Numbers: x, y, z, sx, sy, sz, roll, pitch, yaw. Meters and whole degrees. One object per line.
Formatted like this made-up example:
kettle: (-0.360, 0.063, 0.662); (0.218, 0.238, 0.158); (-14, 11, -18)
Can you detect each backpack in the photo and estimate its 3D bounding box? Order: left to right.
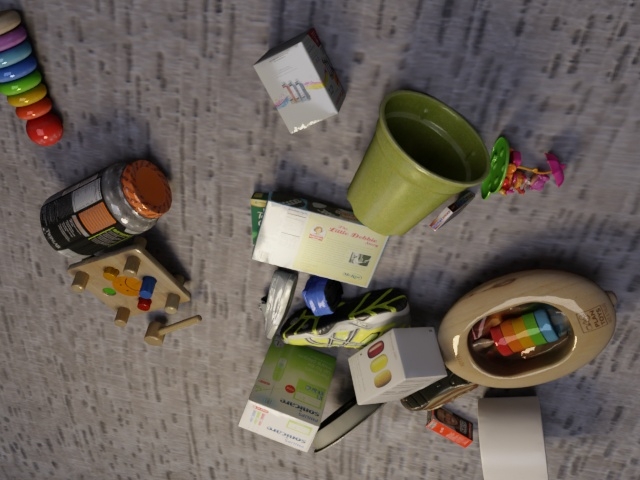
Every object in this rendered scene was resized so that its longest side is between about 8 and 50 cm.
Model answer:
backpack: (0.004, 0.150, 1.696); (0.101, 0.120, 0.097); (-17, 116, 22)

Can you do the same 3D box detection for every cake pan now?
cake pan: (0.086, 0.512, 1.820); (0.293, 0.293, 0.054); (-42, 80, 30)

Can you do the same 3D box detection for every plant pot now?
plant pot: (0.195, -0.151, 1.409); (0.276, 0.276, 0.254); (30, 134, -6)

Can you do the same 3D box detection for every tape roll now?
tape roll: (0.542, 0.566, 1.753); (0.169, 0.246, 0.246); (-7, 119, 17)

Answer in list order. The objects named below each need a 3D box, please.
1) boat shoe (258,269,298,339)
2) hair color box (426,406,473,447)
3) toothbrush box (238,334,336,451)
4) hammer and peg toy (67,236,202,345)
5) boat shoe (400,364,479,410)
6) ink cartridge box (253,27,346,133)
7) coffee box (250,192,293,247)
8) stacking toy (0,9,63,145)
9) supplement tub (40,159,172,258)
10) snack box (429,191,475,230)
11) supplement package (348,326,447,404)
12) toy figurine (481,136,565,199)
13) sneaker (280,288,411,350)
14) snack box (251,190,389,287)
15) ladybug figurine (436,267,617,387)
boat shoe: (-0.131, 0.179, 1.778); (0.081, 0.079, 0.227); (24, 119, 9)
hair color box: (0.392, 0.560, 1.885); (0.141, 0.072, 0.043); (29, 123, -6)
toothbrush box: (-0.088, 0.433, 1.793); (0.206, 0.283, 0.122); (22, 123, 0)
hammer and peg toy: (-0.510, 0.151, 1.801); (0.266, 0.127, 0.361); (-16, 135, 22)
boat shoe: (0.380, 0.389, 1.771); (0.324, 0.122, 0.120); (-30, 143, 18)
ink cartridge box: (-0.041, -0.356, 1.393); (0.128, 0.128, 0.176); (-19, 116, 22)
coffee box: (-0.127, -0.036, 1.659); (0.113, 0.040, 0.184); (7, 122, 8)
stacking toy: (-0.738, -0.388, 1.545); (0.141, 0.141, 0.330); (-7, 126, 17)
supplement tub: (-0.561, -0.085, 1.640); (0.316, 0.193, 0.193); (-20, 114, 23)
snack box: (0.312, -0.070, 1.460); (0.022, 0.178, 0.064); (46, 122, 10)
supplement package: (0.198, 0.333, 1.647); (0.134, 0.138, 0.244); (2, 151, -28)
toy figurine: (0.472, -0.147, 1.426); (0.160, 0.130, 0.173); (8, 145, -3)
sneaker: (0.068, 0.253, 1.731); (0.385, 0.145, 0.147); (-12, 117, 21)
snack box: (0.000, 0.000, 1.610); (0.322, 0.060, 0.187); (15, 122, -8)
ladybug figurine: (0.517, 0.209, 1.578); (0.450, 0.162, 0.304); (-20, 105, 23)
